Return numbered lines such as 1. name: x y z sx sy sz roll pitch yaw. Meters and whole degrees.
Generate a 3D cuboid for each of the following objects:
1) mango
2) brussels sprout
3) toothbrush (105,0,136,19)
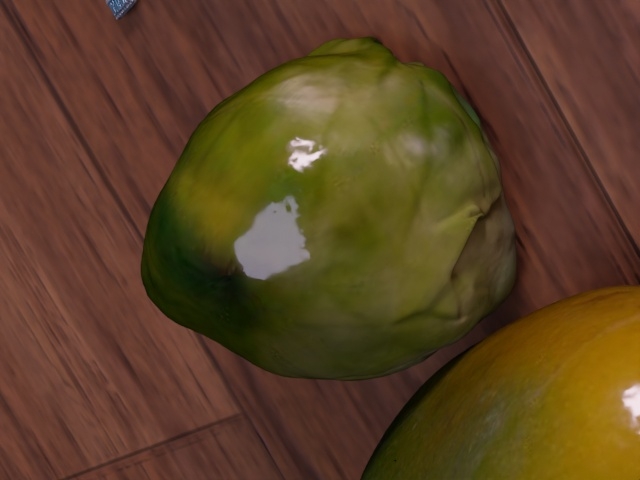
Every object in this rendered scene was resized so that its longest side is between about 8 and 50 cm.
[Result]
1. mango: 0.092 0.102 0.629 0.114 0.156 0.251 18 160 -14
2. brussels sprout: -0.002 -0.001 0.658 0.149 0.122 0.151 27 125 24
3. toothbrush: -0.057 -0.135 0.699 0.131 0.011 0.013 -32 81 41
